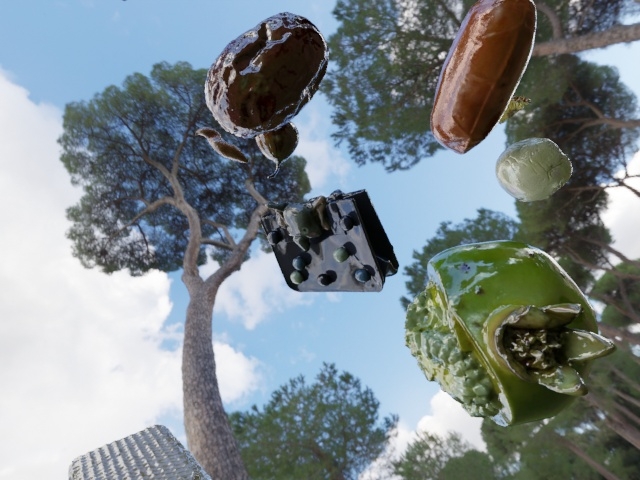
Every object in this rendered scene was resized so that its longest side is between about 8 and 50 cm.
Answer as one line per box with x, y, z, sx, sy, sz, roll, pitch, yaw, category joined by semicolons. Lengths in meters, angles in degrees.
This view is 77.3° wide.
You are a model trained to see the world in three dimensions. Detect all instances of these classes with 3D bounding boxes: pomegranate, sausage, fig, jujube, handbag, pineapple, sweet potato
0.253;0.123;0.548;0.261;0.340;0.260;0;-94;-1;pomegranate
0.256;-0.261;0.651;0.133;0.133;0.258;-17;-39;-26;sausage
-0.140;-0.337;1.374;0.148;0.202;0.149;-15;-23;-46;fig
-0.153;-0.467;1.162;0.377;0.276;0.276;-47;-48;-5;jujube
0.000;0.000;0.954;0.118;0.326;0.268;-40;-69;-41;handbag
0.413;-0.292;0.881;0.045;0.083;0.019;24;-119;-15;pineapple
-0.335;-0.323;1.368;0.202;0.058;0.055;37;-83;-2;sweet potato

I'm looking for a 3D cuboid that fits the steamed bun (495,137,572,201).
0.376;-0.125;0.731;0.112;0.130;0.091;44;-94;-6;steamed bun

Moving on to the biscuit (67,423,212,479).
-0.170;0.298;0.403;0.144;0.426;0.078;-12;-90;-35;biscuit
